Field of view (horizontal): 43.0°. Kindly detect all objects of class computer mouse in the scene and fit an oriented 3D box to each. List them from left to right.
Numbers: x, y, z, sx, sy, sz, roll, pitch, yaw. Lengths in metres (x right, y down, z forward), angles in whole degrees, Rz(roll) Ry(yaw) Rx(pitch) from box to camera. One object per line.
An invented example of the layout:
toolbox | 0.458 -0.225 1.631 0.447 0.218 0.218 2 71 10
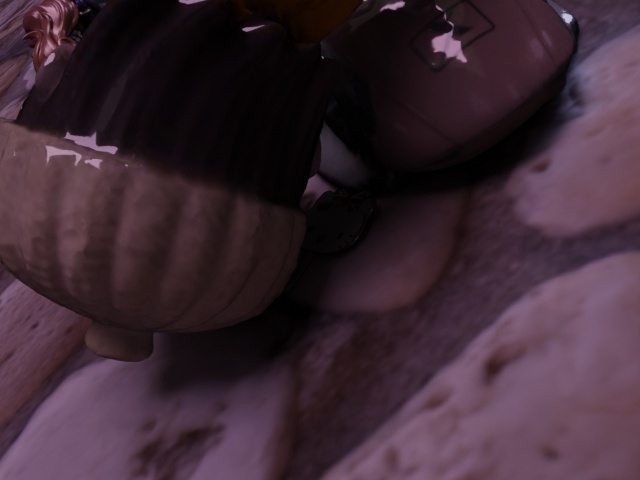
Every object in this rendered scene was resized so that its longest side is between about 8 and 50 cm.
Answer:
computer mouse | 0.036 -0.162 0.588 0.200 0.115 0.389 -35 31 -3

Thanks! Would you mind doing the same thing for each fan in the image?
fan | 0.000 0.000 0.498 0.056 0.004 0.083 11 62 47

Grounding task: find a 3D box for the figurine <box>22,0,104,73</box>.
figurine | -0.379 -0.286 1.170 0.126 0.114 0.157 -34 28 41

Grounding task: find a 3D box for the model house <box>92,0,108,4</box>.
model house | -0.226 -0.457 1.059 0.358 0.312 0.242 -34 29 8

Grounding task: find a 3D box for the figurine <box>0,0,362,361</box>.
figurine | -0.065 -0.093 0.428 0.332 0.185 0.204 -60 24 32

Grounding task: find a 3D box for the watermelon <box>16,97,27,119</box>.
watermelon | -0.197 -0.080 0.736 0.129 0.123 0.301 -7 39 6
